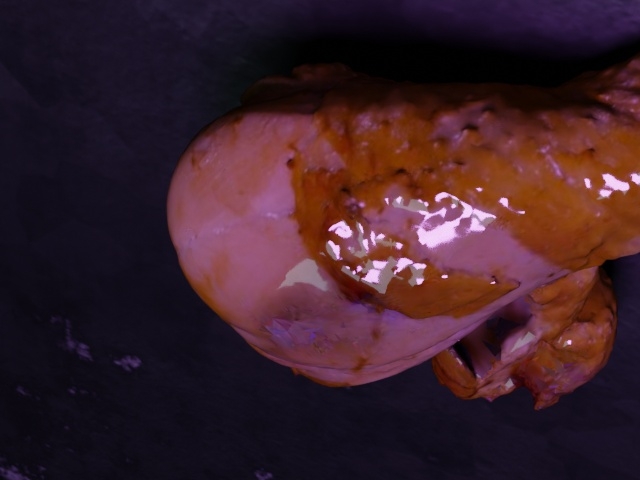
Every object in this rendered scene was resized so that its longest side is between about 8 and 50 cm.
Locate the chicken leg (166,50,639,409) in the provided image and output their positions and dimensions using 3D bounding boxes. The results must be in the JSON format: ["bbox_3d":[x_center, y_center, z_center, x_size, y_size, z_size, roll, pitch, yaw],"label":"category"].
[{"bbox_3d":[0.131,-0.011,0.842,0.409,0.182,0.295,-19,133,22],"label":"chicken leg"}]
